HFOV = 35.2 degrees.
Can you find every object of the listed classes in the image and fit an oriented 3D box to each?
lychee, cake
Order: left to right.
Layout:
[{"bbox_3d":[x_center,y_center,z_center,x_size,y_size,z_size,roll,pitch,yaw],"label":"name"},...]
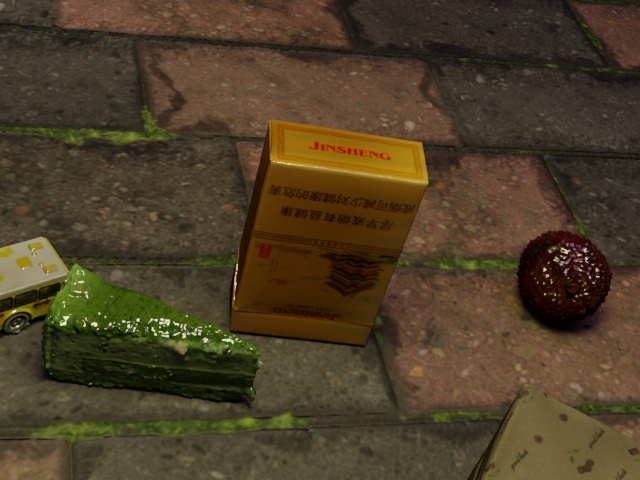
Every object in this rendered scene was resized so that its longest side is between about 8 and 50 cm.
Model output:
[{"bbox_3d":[-0.180,0.104,1.116,0.235,0.100,0.099,9,43,-8],"label":"cake"},{"bbox_3d":[0.320,0.043,1.334,0.123,0.123,0.129,20,34,3],"label":"lychee"}]

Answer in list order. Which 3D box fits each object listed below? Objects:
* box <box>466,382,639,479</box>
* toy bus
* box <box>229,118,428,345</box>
[{"bbox_3d":[0.259,0.320,0.939,0.297,0.225,0.190,29,44,11],"label":"box"},{"bbox_3d":[-0.389,0.069,1.107,0.226,0.074,0.081,-17,53,-33],"label":"toy bus"},{"bbox_3d":[0.000,0.000,1.156,0.174,0.274,0.076,8,43,-9],"label":"box"}]
